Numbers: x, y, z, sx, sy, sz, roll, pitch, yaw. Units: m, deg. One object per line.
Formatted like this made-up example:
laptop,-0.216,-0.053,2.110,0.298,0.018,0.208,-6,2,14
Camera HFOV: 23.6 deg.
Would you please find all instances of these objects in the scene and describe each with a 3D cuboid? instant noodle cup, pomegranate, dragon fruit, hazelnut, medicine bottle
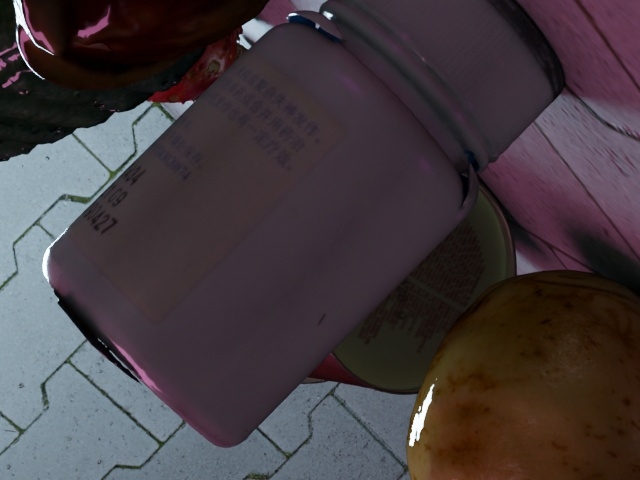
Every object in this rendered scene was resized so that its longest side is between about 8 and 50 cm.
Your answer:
instant noodle cup,0.034,0.018,1.217,0.235,0.235,0.178,47,166,-25
pomegranate,0.171,0.130,1.021,0.215,0.215,0.215,45,176,4
dragon fruit,-0.142,-0.212,1.368,0.153,0.153,0.111,43,146,24
hazelnut,-0.094,-0.169,0.870,0.202,0.170,0.161,98,158,-49
medicine bottle,-0.007,-0.029,0.785,0.143,0.258,0.143,45,177,3

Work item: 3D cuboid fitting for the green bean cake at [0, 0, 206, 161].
green bean cake,-0.265,-0.246,1.304,0.169,0.300,0.308,5,-109,-48

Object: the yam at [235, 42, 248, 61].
yam,-0.010,-0.116,1.456,0.327,0.045,0.045,39,131,46
